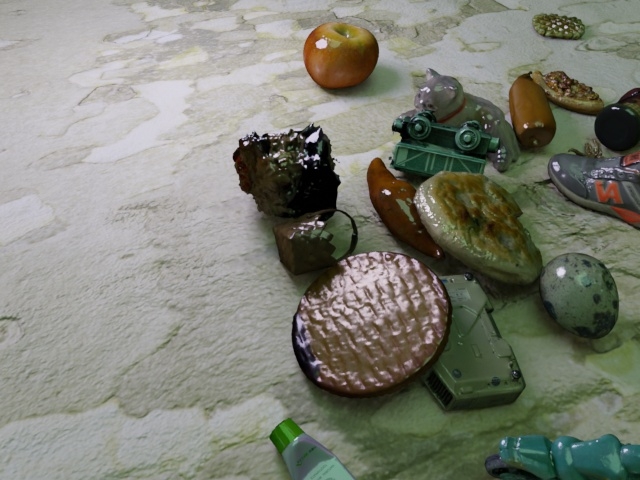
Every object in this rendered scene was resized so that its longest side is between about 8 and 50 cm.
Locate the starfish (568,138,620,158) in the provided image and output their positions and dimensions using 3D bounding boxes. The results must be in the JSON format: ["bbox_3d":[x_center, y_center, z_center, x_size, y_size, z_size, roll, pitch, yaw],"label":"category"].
[{"bbox_3d":[0.739,-0.222,1.459,0.133,0.041,0.130,-32,43,-29],"label":"starfish"}]

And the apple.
[{"bbox_3d":[0.061,-0.557,1.662,0.235,0.173,0.210,3,43,-12],"label":"apple"}]

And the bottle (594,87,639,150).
[{"bbox_3d":[0.902,-0.355,1.523,0.271,0.143,0.156,-28,55,-26],"label":"bottle"}]

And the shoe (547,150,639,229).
[{"bbox_3d":[0.724,-0.154,1.314,0.336,0.171,0.132,32,55,23],"label":"shoe"}]

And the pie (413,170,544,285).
[{"bbox_3d":[0.356,-0.036,1.209,0.338,0.075,0.337,17,42,-16],"label":"pie"}]

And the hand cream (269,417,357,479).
[{"bbox_3d":[0.021,0.407,0.878,0.079,0.050,0.275,-46,65,-3],"label":"hand cream"}]

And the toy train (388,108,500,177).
[{"bbox_3d":[0.308,-0.236,1.379,0.269,0.154,0.115,13,27,10],"label":"toy train"}]

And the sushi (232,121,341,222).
[{"bbox_3d":[-0.088,-0.150,1.247,0.219,0.238,0.225,-6,54,-30],"label":"sushi"}]

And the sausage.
[{"bbox_3d":[0.600,-0.388,1.567,0.112,0.112,0.328,7,47,4],"label":"sausage"}]

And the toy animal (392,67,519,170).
[{"bbox_3d":[0.394,-0.330,1.465,0.266,0.188,0.308,-13,46,-25],"label":"toy animal"}]

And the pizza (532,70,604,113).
[{"bbox_3d":[0.749,-0.457,1.664,0.127,0.058,0.246,-21,54,-20],"label":"pizza"}]

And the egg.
[{"bbox_3d":[0.517,0.110,1.090,0.141,0.141,0.181,-7,59,-8],"label":"egg"}]

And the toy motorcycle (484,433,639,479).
[{"bbox_3d":[0.410,0.356,0.829,0.297,0.198,0.109,6,53,5],"label":"toy motorcycle"}]

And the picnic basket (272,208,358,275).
[{"bbox_3d":[0.000,0.000,1.178,0.178,0.128,0.138,-12,20,-19],"label":"picnic basket"}]

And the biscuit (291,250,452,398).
[{"bbox_3d":[0.092,0.151,1.042,0.318,0.040,0.318,-14,48,15],"label":"biscuit"}]

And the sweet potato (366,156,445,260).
[{"bbox_3d":[0.183,-0.083,1.278,0.112,0.112,0.359,-19,53,-18],"label":"sweet potato"}]

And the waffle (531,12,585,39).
[{"bbox_3d":[0.858,-0.777,1.972,0.184,0.036,0.169,6,46,3],"label":"waffle"}]

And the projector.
[{"bbox_3d":[0.256,0.184,1.050,0.194,0.088,0.269,-5,48,-10],"label":"projector"}]
